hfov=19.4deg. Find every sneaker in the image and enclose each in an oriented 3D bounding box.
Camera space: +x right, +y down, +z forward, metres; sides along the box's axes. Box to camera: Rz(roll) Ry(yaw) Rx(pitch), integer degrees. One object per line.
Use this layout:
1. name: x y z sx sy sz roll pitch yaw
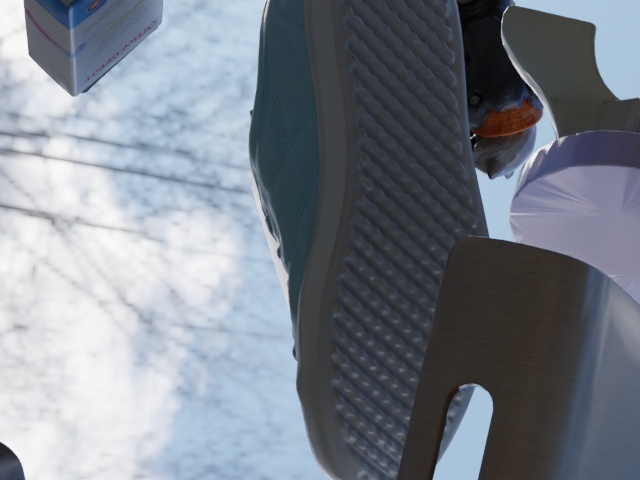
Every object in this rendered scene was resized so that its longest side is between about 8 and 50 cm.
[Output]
1. sneaker: 0.021 -0.017 1.236 0.150 0.135 0.365 -8 -102 61

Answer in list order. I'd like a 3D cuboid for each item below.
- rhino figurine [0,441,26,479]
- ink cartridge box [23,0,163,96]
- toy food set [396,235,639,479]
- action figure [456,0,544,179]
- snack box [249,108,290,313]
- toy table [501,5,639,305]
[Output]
1. rhino figurine: -0.245 0.160 1.199 0.106 0.243 0.073 -39 -145 -14
2. ink cartridge box: -0.150 -0.163 1.243 0.052 0.088 0.122 41 -22 13
3. toy food set: 0.130 0.156 0.978 0.092 0.306 0.219 1 -112 34
4. action figure: 0.125 -0.211 2.046 0.178 0.341 0.330 -167 -127 -87
5. snack box: 0.000 0.000 1.433 0.207 0.070 0.174 95 -22 -78
6. toy table: 0.239 -0.070 1.372 0.274 0.252 0.160 116 -9 -72
